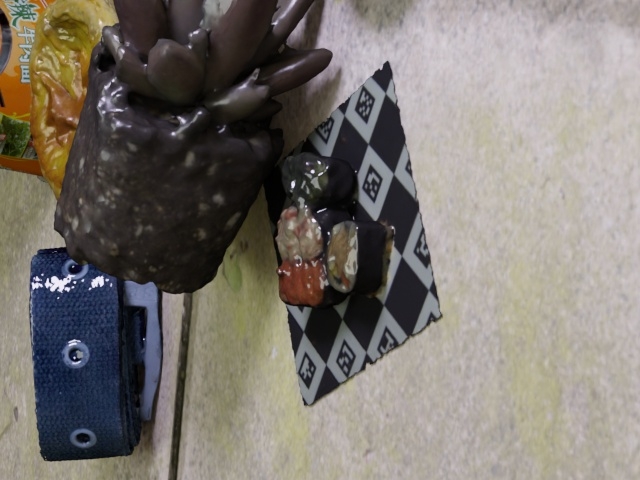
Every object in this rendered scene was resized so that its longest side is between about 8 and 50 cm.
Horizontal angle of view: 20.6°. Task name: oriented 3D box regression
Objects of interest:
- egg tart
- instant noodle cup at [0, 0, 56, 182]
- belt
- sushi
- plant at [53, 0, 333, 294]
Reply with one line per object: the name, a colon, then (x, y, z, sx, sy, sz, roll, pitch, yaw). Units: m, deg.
egg tart: (-0.224, -0.145, 1.789, 0.241, 0.106, 0.241, 5, 96, 59)
instant noodle cup: (-0.383, -0.184, 1.994, 0.230, 0.182, 0.230, -8, 81, 60)
belt: (-0.222, 0.112, 1.768, 0.122, 0.128, 0.218, 90, 178, -88)
sushi: (0.000, 0.000, 1.444, 0.231, 0.047, 0.219, -40, 55, 53)
plant: (-0.123, -0.125, 1.509, 0.320, 0.194, 0.181, -69, 25, 19)
